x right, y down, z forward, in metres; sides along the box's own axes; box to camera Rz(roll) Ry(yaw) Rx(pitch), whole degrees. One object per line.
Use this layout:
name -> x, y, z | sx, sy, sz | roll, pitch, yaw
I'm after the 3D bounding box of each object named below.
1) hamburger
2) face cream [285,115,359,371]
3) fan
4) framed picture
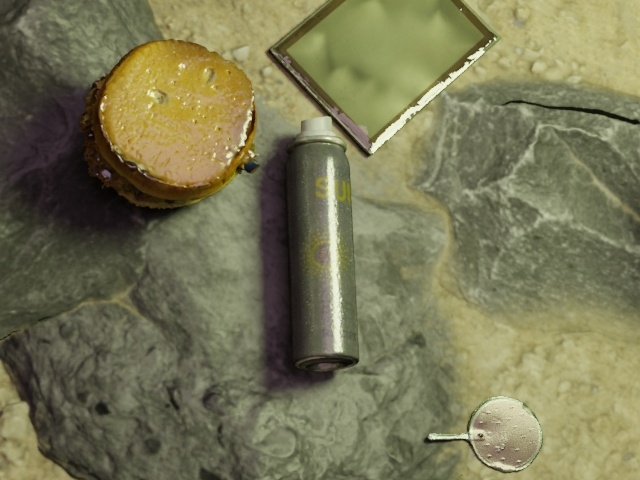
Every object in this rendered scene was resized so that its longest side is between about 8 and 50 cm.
hamburger -> -0.167, -0.116, 1.846 | 0.191, 0.118, 0.182 | -36, 79, -24
face cream -> 0.000, 0.000, 1.868 | 0.073, 0.073, 0.283 | 2, 71, -12
fan -> 0.179, 0.212, 1.873 | 0.133, 0.005, 0.085 | -2, 73, -14
framed picture -> 0.078, -0.227, 1.994 | 0.231, 0.010, 0.173 | -41, 84, -21
